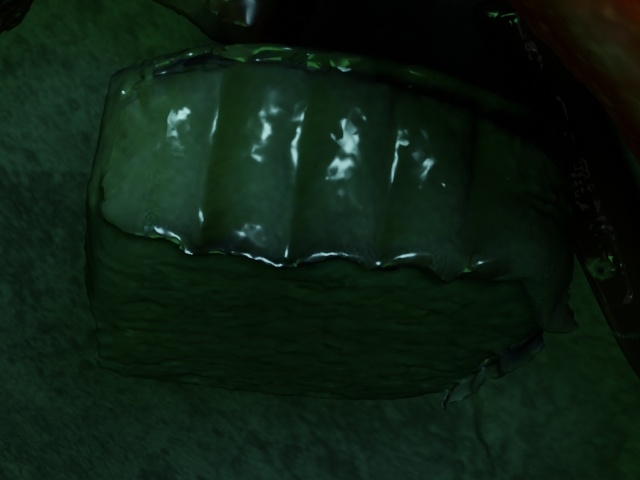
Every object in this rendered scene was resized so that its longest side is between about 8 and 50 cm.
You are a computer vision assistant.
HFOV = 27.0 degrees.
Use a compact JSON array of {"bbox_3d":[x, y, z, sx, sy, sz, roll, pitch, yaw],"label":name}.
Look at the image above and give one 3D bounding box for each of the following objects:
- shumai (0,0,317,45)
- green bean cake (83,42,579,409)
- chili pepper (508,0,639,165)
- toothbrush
[{"bbox_3d":[-0.115,-0.184,0.640,0.272,0.204,0.222,53,127,40],"label":"shumai"},{"bbox_3d":[0.000,0.000,0.643,0.223,0.125,0.227,9,162,-8],"label":"green bean cake"},{"bbox_3d":[0.152,-0.104,0.431,0.229,0.251,0.305,-28,117,12],"label":"chili pepper"},{"bbox_3d":[0.164,0.028,0.697,0.041,0.041,0.364,-7,123,38],"label":"toothbrush"}]
